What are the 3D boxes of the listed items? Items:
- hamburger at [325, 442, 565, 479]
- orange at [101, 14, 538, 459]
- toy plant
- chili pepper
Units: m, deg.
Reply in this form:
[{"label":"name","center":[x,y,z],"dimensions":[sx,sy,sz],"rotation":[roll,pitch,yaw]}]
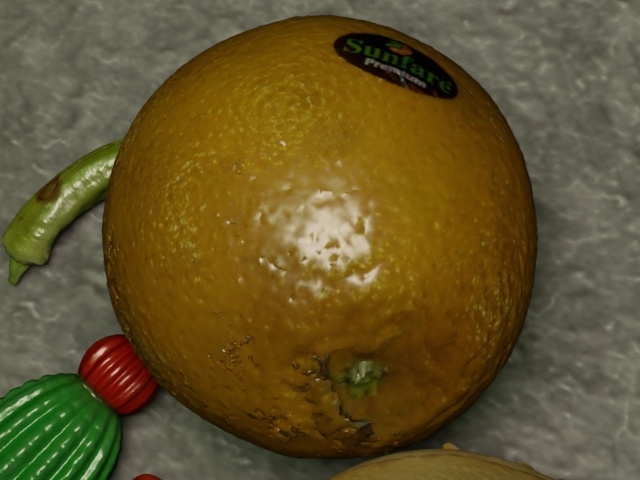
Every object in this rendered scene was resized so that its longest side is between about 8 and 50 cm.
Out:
[{"label":"hamburger","center":[0.070,0.264,0.971],"dimensions":[0.300,0.176,0.300],"rotation":[1,106,4]},{"label":"orange","center":[0.000,0.000,1.016],"dimensions":[0.274,0.274,0.274],"rotation":[-2,78,10]},{"label":"toy plant","center":[-0.185,0.160,1.113],"dimensions":[0.240,0.088,0.155],"rotation":[-20,88,-6]},{"label":"chili pepper","center":[-0.140,-0.044,1.167],"dimensions":[0.208,0.043,0.049],"rotation":[-31,63,2]}]
